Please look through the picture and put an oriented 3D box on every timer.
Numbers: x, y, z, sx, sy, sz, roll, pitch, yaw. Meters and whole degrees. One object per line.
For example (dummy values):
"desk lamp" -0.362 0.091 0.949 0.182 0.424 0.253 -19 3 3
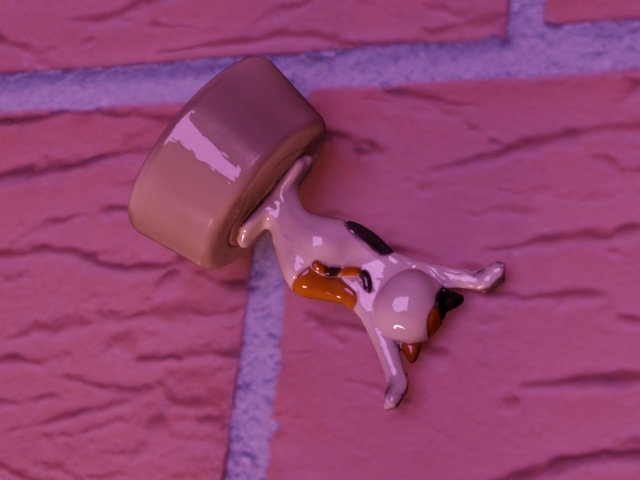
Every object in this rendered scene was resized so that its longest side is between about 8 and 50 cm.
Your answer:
"timer" 0.000 0.000 1.249 0.266 0.175 0.175 39 90 12
